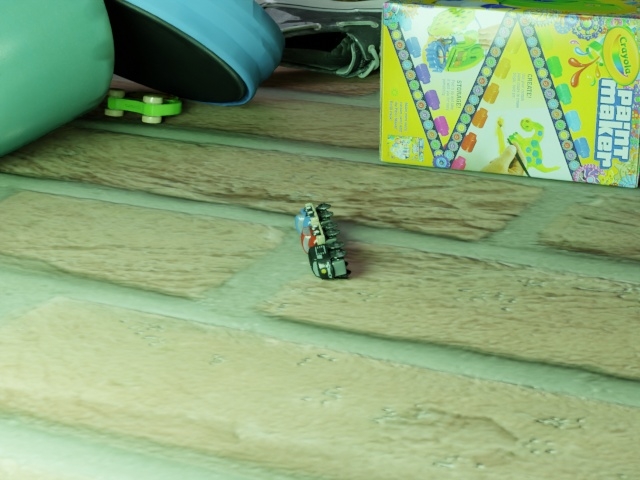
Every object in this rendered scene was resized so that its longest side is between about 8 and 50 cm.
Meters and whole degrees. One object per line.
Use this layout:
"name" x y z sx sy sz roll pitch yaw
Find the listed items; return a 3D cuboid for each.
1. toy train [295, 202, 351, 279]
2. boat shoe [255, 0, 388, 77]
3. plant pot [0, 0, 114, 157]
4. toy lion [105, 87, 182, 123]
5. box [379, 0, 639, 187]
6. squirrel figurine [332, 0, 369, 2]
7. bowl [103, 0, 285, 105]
"toy train" 0.000 0.000 1.278 0.036 0.027 0.158 -12 20 -1
"boat shoe" 0.044 -0.266 1.966 0.301 0.108 0.102 6 48 -21
"plant pot" -0.400 -0.201 1.512 0.293 0.293 0.235 14 41 36
"toy lion" -0.208 -0.168 1.781 0.100 0.034 0.096 13 16 35
"box" 0.243 -0.190 1.602 0.279 0.177 0.290 7 20 20
"squirrel figurine" 0.109 -0.421 2.174 0.370 0.281 0.397 15 22 -14
"bowl" -0.233 -0.269 1.705 0.391 0.077 0.391 22 -9 4
